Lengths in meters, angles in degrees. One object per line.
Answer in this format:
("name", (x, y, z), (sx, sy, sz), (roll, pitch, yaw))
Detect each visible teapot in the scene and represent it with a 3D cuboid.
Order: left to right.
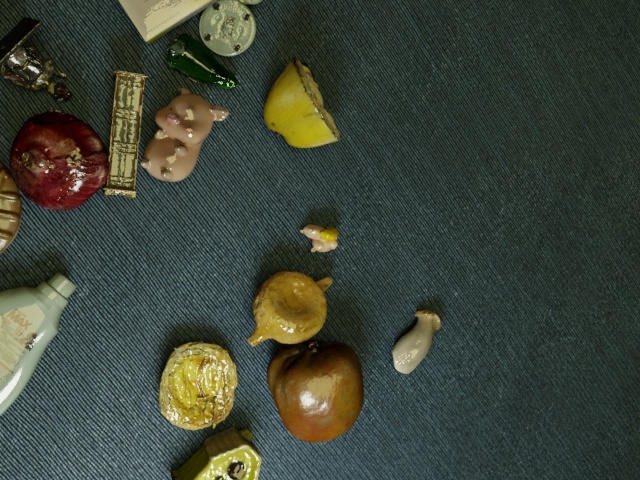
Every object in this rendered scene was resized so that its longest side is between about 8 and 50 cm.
("teapot", (-0.085, 0.196, 1.990), (0.203, 0.167, 0.311), (47, 54, 11))

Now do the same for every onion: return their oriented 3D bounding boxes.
("onion", (-0.651, -0.195, 1.739), (0.252, 0.219, 0.252), (0, 93, 9))

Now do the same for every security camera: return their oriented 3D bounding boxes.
("security camera", (-0.236, -0.662, 1.967), (0.157, 0.080, 0.302), (17, 96, -5))

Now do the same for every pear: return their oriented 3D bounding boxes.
("pear", (-0.072, -0.361, 1.979), (0.178, 0.267, 0.267), (-26, 99, 8))

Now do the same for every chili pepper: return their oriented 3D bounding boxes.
("chili pepper", (-0.320, -0.487, 1.946), (0.216, 0.062, 0.108), (29, 81, -19))

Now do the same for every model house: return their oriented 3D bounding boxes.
("model house", (-0.267, 0.611, 1.904), (0.174, 0.193, 0.234), (40, 79, -12))

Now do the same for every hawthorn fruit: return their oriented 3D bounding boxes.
("hawthorn fruit", (-0.005, 0.427, 1.954), (0.267, 0.267, 0.301), (-18, 106, -18))

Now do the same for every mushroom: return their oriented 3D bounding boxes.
("mushroom", (0.289, 0.307, 2.147), (0.097, 0.088, 0.213), (28, 74, 16))

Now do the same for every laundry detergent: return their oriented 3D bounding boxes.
("laundry detergent", (-0.786, 0.232, 1.760), (0.264, 0.124, 0.398), (44, 76, -13))

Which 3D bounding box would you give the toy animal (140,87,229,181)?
("toy animal", (-0.373, -0.274, 1.880), (0.166, 0.154, 0.250), (29, 93, 0))

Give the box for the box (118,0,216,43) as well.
("box", (-0.403, -0.670, 1.883), (0.260, 0.062, 0.175), (-33, 99, 0))

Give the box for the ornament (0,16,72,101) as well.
("ornament", (-0.722, -0.435, 1.804), (0.166, 0.153, 0.196), (-49, 128, -11))

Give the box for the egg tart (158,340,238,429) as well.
("egg tart", (-0.342, 0.391, 1.930), (0.231, 0.098, 0.252), (-26, 102, -23))

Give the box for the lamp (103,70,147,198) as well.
("lamp", (-0.517, -0.276, 1.865), (0.089, 0.090, 0.326), (6, 88, -18))

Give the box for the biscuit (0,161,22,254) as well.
("biscuit", (-0.901, -0.081, 1.727), (0.331, 0.103, 0.332), (0, 91, -19))

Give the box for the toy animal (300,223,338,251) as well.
("toy animal", (0.000, 0.000, 2.048), (0.114, 0.091, 0.082), (9, 102, -20))
